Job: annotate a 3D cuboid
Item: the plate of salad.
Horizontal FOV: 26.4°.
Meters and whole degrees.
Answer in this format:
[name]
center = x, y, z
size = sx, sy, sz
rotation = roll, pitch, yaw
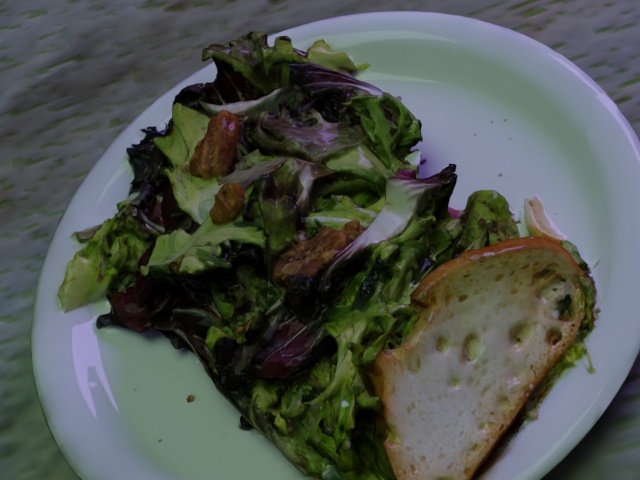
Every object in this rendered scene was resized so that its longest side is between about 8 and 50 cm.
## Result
[plate of salad]
center = 0.000, 0.000, 0.410
size = 0.200, 0.048, 0.199
rotation = -10, 55, 14
